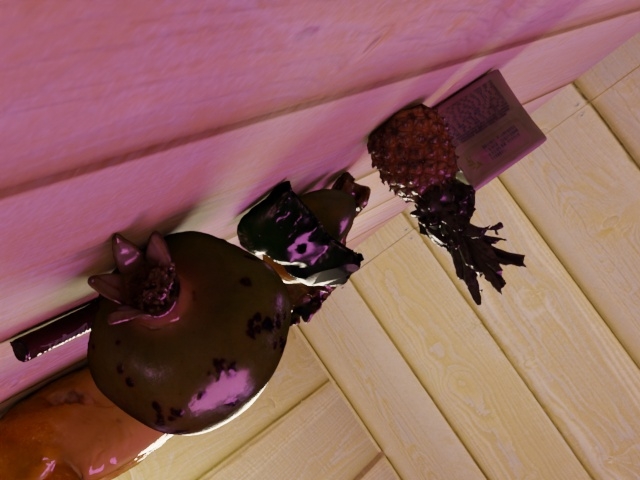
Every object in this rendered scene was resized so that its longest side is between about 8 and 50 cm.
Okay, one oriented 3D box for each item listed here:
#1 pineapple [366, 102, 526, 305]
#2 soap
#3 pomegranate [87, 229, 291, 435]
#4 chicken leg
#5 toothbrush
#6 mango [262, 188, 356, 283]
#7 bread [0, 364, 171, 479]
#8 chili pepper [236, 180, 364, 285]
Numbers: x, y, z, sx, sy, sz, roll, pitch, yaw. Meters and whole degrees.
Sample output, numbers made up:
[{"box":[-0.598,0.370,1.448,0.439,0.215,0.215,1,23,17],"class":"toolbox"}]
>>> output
[{"box":[0.219,-0.059,1.368,0.166,0.364,0.165,-29,178,-1],"class":"pineapple"},{"box":[0.313,-0.208,1.560,0.199,0.182,0.138,-34,177,-7],"class":"soap"},{"box":[-0.171,0.110,1.043,0.291,0.290,0.323,-32,165,-26],"class":"pomegranate"},{"box":[0.000,0.000,1.648,0.140,0.211,0.360,8,119,-32],"class":"chicken leg"},{"box":[-0.325,0.102,1.214,0.041,0.040,0.364,-39,174,38],"class":"toothbrush"},{"box":[-0.029,-0.014,1.486,0.237,0.137,0.091,-61,-179,27],"class":"mango"},{"box":[-0.525,0.409,1.663,0.394,0.250,0.361,-23,166,-47],"class":"bread"},{"box":[-0.024,0.018,1.341,0.148,0.116,0.265,-32,143,21],"class":"chili pepper"}]
